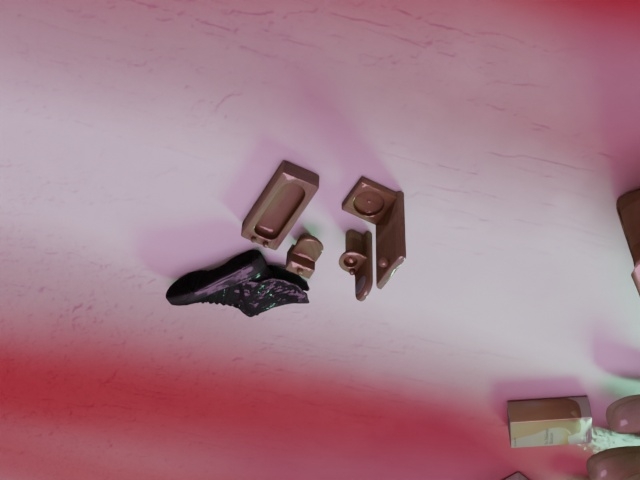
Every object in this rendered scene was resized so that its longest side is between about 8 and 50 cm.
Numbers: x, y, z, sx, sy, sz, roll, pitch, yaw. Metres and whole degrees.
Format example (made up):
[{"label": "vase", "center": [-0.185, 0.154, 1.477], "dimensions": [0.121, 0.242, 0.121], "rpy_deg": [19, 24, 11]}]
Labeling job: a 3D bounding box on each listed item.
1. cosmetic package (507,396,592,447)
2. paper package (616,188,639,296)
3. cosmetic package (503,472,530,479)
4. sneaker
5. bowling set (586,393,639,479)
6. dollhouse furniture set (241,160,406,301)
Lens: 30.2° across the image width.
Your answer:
[{"label": "cosmetic package", "center": [0.323, 0.257, 1.676], "dimensions": [0.115, 0.041, 0.060], "rpy_deg": [-6, 130, 6]}, {"label": "paper package", "center": [0.548, 0.054, 1.388], "dimensions": [0.324, 0.168, 0.310], "rpy_deg": [-19, 116, 16]}, {"label": "cosmetic package", "center": [0.294, 0.481, 1.773], "dimensions": [0.151, 0.184, 0.151], "rpy_deg": [-36, 120, 28]}, {"label": "sneaker", "center": [-0.106, 0.069, 1.523], "dimensions": [0.170, 0.051, 0.089], "rpy_deg": [-23, 121, 15]}, {"label": "bowling set", "center": [0.474, 0.359, 1.654], "dimensions": [0.154, 0.200, 0.287], "rpy_deg": [-8, 138, -17]}, {"label": "dollhouse furniture set", "center": [0.000, 0.000, 1.415], "dimensions": [0.151, 0.123, 0.144], "rpy_deg": [23, 127, -17]}]
